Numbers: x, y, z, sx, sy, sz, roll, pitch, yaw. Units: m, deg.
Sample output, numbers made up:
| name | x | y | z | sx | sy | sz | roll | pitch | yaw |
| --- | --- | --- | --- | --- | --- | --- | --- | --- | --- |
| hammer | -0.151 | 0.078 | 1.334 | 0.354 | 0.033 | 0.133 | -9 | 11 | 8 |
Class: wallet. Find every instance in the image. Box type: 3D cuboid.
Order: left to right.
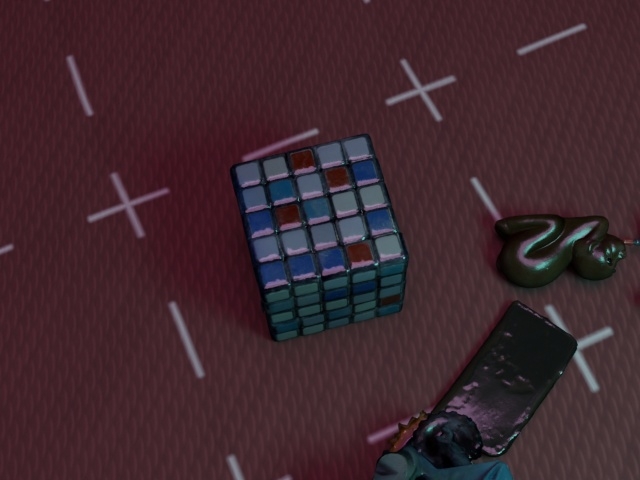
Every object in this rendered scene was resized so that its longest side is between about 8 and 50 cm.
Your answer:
| name | x | y | z | sx | sy | sz | roll | pitch | yaw |
| --- | --- | --- | --- | --- | --- | --- | --- | --- | --- |
| wallet | 0.368 | 0.274 | 1.917 | 0.165 | 0.042 | 0.309 | 33 | 70 | 19 |

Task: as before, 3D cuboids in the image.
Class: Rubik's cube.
| name | x | y | z | sx | sy | sz | roll | pitch | yaw |
| --- | --- | --- | --- | --- | --- | --- | --- | --- | --- |
| Rubik's cube | 0.000 | 0.000 | 1.928 | 0.293 | 0.292 | 0.287 | -14 | 66 | -2 |

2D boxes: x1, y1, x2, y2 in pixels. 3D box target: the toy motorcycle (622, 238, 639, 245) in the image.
| name | x | y | z | sx | sy | sz | roll | pitch | yaw |
| --- | --- | --- | --- | --- | --- | --- | --- | --- | --- |
| toy motorcycle | 0.728 | 0.067 | 1.960 | 0.182 | 0.123 | 0.272 | -1 | 65 | -21 |

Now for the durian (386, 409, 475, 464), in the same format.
| name | x | y | z | sx | sy | sz | roll | pitch | yaw |
| --- | --- | --- | --- | --- | --- | --- | --- | --- | --- |
| durian | 0.228 | 0.487 | 1.796 | 0.191 | 0.112 | 0.341 | -38 | 60 | -4 |

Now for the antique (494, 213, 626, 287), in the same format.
| name | x | y | z | sx | sy | sz | roll | pitch | yaw |
| --- | --- | --- | --- | --- | --- | --- | --- | --- | --- |
| antique | 0.490 | 0.025 | 1.984 | 0.257 | 0.121 | 0.143 | 0 | 68 | 4 |

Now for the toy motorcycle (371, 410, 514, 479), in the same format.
| name | x | y | z | sx | sy | sz | roll | pitch | yaw |
| --- | --- | --- | --- | --- | --- | --- | --- | --- | --- |
| toy motorcycle | 0.178 | 0.481 | 1.645 | 0.232 | 0.172 | 0.416 | 26 | 63 | 33 |
